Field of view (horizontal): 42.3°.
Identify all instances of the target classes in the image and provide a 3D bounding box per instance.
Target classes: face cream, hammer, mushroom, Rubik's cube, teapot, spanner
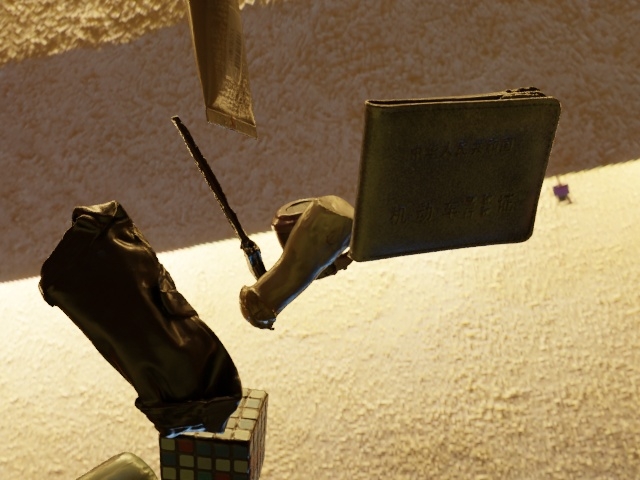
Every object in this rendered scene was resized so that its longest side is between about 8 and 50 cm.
[{"bbox_3d":[-0.162,-0.329,1.288,0.084,0.341,0.137,-16,-13,25],"label":"face cream"},{"bbox_3d":[-0.283,0.381,1.161,0.335,0.206,0.119,-26,-86,54],"label":"hammer"},{"bbox_3d":[-0.033,0.034,1.185,0.081,0.092,0.223,43,-79,6],"label":"mushroom"},{"bbox_3d":[-0.211,0.410,1.644,0.184,0.187,0.182,7,-66,6],"label":"Rubik's cube"},{"bbox_3d":[-0.005,-0.002,1.508,0.148,0.116,0.146,-20,-70,-14],"label":"teapot"},{"bbox_3d":[-0.156,-0.061,1.324,0.026,0.093,0.325,-28,-94,-10],"label":"spanner"}]

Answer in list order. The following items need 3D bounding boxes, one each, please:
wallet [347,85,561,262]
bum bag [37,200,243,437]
[{"bbox_3d":[0.133,-0.064,0.813,0.222,0.036,0.167,-7,-61,-27],"label":"wallet"},{"bbox_3d":[-0.217,0.107,0.997,0.142,0.080,0.326,-36,-85,-19],"label":"bum bag"}]
